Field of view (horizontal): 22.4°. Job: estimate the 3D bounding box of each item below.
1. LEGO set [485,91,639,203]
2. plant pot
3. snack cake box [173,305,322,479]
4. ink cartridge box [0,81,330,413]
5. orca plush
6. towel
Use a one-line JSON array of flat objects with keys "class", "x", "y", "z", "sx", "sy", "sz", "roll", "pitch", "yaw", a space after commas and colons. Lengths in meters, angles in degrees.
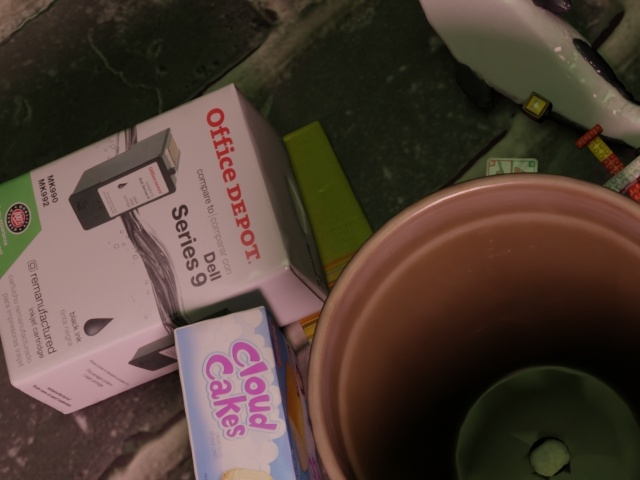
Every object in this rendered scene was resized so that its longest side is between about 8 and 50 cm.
[{"class": "LEGO set", "x": 0.233, "y": -0.018, "z": 1.474, "sx": 0.182, "sy": 0.060, "sz": 0.244, "roll": 2, "pitch": 81, "yaw": 14}, {"class": "plant pot", "x": 0.174, "y": 0.144, "z": 1.320, "sx": 0.323, "sy": 0.280, "sz": 0.323, "roll": -5, "pitch": 68, "yaw": 12}, {"class": "snack cake box", "x": -0.051, "y": 0.210, "z": 1.420, "sx": 0.089, "sy": 0.152, "sz": 0.264, "roll": -15, "pitch": 66, "yaw": 7}, {"class": "ink cartridge box", "x": -0.162, "y": 0.008, "z": 1.531, "sx": 0.289, "sy": 0.121, "sz": 0.211, "roll": -23, "pitch": 64, "yaw": 10}, {"class": "orca plush", "x": 0.231, "y": -0.188, "z": 1.541, "sx": 0.287, "sy": 0.151, "sz": 0.102, "roll": 24, "pitch": 40, "yaw": 15}, {"class": "towel", "x": 0.000, "y": 0.000, "z": 1.566, "sx": 0.102, "sy": 0.021, "sz": 0.237, "roll": -25, "pitch": 65, "yaw": -1}]
